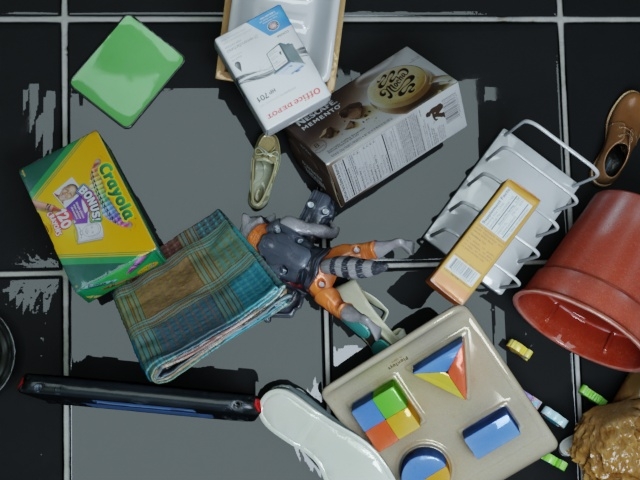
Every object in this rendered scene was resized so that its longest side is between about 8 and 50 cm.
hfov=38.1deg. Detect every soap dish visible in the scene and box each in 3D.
[{"bbox_3d":[-0.072,-0.432,1.802,0.229,0.118,0.290,7,85,-4],"label":"soap dish"}]

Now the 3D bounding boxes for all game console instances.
[{"bbox_3d":[-0.299,0.277,1.611,0.387,0.342,0.060,6,81,-4],"label":"game console"}]

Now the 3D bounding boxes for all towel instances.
[{"bbox_3d":[-0.231,0.085,1.644,0.272,0.370,0.040,-33,123,-7],"label":"towel"}]

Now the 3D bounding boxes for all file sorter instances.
[{"bbox_3d":[0.367,-0.064,1.781,0.193,0.173,0.277,37,84,0],"label":"file sorter"}]

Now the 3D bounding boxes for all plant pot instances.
[{"bbox_3d":[0.548,0.065,1.754,0.272,0.272,0.265,34,75,-1],"label":"plant pot"}]

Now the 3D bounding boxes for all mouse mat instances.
[{"bbox_3d":[-0.379,-0.333,1.824,0.153,0.007,0.189,38,82,-1],"label":"mouse mat"}]

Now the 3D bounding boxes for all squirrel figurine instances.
[{"bbox_3d":[0.663,0.452,1.727,0.397,0.281,0.370,-22,102,-16],"label":"squirrel figurine"}]

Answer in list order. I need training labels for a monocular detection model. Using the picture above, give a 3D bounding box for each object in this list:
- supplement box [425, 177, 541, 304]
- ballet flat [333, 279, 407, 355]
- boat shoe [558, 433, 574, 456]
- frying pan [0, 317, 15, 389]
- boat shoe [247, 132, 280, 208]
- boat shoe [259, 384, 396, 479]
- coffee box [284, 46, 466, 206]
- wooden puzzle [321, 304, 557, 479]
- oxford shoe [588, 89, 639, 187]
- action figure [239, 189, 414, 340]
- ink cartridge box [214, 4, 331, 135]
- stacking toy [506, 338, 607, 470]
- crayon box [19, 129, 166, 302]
[{"bbox_3d":[0.288,0.003,1.645,0.080,0.078,0.233,40,86,2],"label":"supplement box"},{"bbox_3d":[0.118,0.176,1.791,0.086,0.086,0.248,-41,89,-7],"label":"ballet flat"},{"bbox_3d":[0.524,0.391,1.822,0.125,0.038,0.046,-26,69,-7],"label":"boat shoe"},{"bbox_3d":[-0.659,0.276,1.727,0.197,0.053,0.326,-8,88,-5],"label":"frying pan"},{"bbox_3d":[-0.111,-0.138,1.808,0.056,0.048,0.152,14,84,-4],"label":"boat shoe"},{"bbox_3d":[0.026,0.383,1.735,0.319,0.099,0.116,39,99,6],"label":"boat shoe"},{"bbox_3d":[0.103,-0.218,1.753,0.297,0.118,0.168,-33,46,-10],"label":"coffee box"},{"bbox_3d":[0.222,0.338,1.718,0.322,0.080,0.347,-34,98,9],"label":"wooden puzzle"},{"bbox_3d":[0.609,-0.207,1.862,0.076,0.076,0.212,21,82,-1],"label":"oxford shoe"},{"bbox_3d":[0.000,0.000,1.729,0.330,0.178,0.341,15,79,20],"label":"action figure"},{"bbox_3d":[-0.086,-0.308,1.691,0.140,0.082,0.190,-30,90,-4],"label":"ink cartridge box"},{"bbox_3d":[0.420,0.318,1.794,0.221,0.052,0.167,33,81,8],"label":"stacking toy"},{"bbox_3d":[-0.422,-0.046,1.720,0.165,0.081,0.278,-29,71,-5],"label":"crayon box"}]
